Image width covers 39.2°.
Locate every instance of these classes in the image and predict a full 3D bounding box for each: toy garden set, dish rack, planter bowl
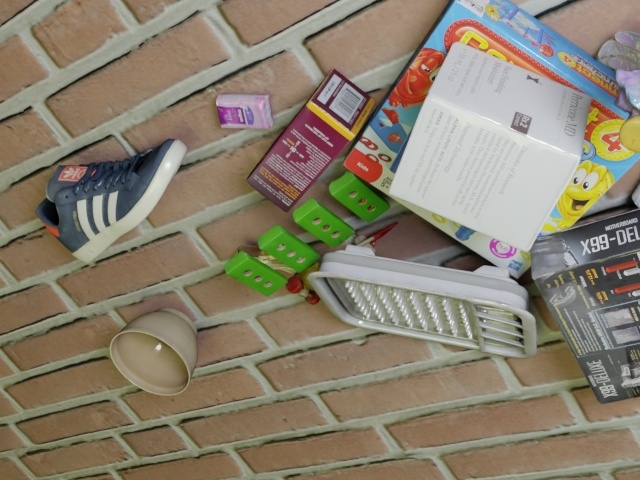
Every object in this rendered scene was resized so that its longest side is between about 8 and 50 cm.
[{"bbox_3d":[0.000,0.000,1.385,0.244,0.049,0.204,-36,143,16],"label":"toy garden set"},{"bbox_3d":[0.164,0.089,1.361,0.333,0.072,0.285,9,162,17],"label":"dish rack"},{"bbox_3d":[-0.296,0.195,1.682,0.162,0.109,0.162,12,129,14],"label":"planter bowl"}]

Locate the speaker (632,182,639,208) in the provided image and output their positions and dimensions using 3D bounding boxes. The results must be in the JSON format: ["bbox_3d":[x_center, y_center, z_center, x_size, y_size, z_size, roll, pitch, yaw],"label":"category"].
[{"bbox_3d":[0.460,-0.095,1.160,0.055,0.055,0.136,25,132,4],"label":"speaker"}]

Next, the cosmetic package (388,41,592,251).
[{"bbox_3d":[0.204,-0.113,1.074,0.184,0.151,0.151,23,131,4],"label":"cosmetic package"}]

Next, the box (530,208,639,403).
[{"bbox_3d":[0.454,0.091,1.233,0.242,0.076,0.307,-18,129,24],"label":"box"}]

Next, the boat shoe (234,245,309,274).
[{"bbox_3d":[-0.076,0.022,1.493,0.135,0.050,0.045,8,126,5],"label":"boat shoe"}]

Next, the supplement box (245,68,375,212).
[{"bbox_3d":[-0.016,-0.142,1.296,0.081,0.104,0.188,38,131,-7],"label":"supplement box"}]

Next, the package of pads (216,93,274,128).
[{"bbox_3d":[-0.113,-0.194,1.346,0.083,0.032,0.050,5,125,20],"label":"package of pads"}]

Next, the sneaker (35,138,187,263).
[{"bbox_3d":[-0.358,-0.086,1.470,0.148,0.131,0.350,41,131,-17],"label":"sneaker"}]

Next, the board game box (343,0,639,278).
[{"bbox_3d":[0.234,-0.139,1.202,0.308,0.086,0.302,32,132,-3],"label":"board game box"}]

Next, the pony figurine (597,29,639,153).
[{"bbox_3d":[0.449,-0.209,0.924,0.351,0.363,0.303,25,141,25],"label":"pony figurine"}]
